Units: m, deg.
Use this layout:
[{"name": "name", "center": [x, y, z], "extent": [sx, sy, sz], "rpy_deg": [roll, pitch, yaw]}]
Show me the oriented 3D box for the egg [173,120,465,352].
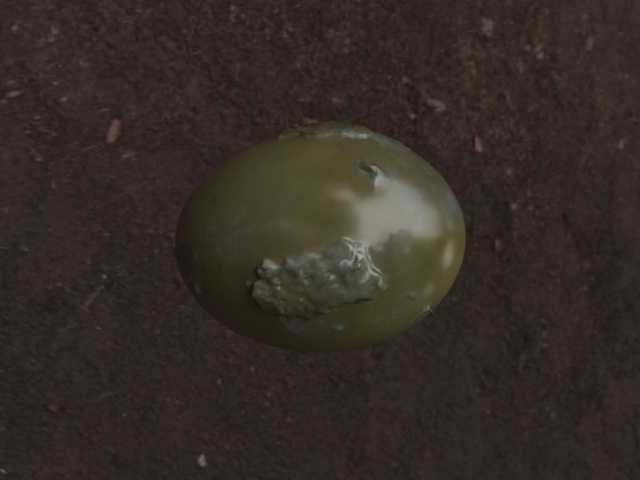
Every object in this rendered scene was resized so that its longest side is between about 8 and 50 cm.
[{"name": "egg", "center": [0.000, -0.002, 0.640], "extent": [0.202, 0.164, 0.164], "rpy_deg": [-6, 99, -2]}]
